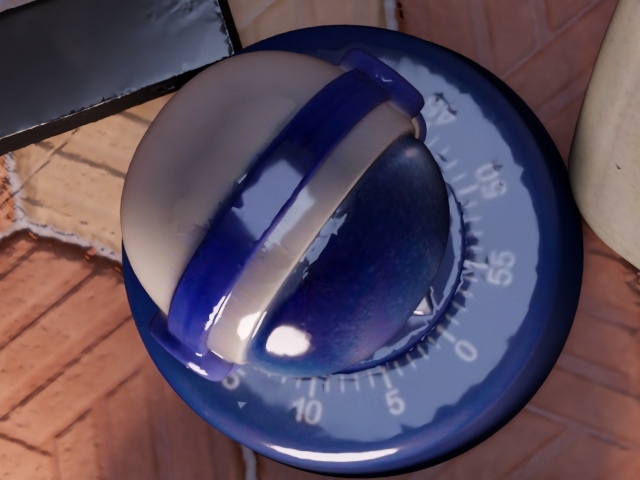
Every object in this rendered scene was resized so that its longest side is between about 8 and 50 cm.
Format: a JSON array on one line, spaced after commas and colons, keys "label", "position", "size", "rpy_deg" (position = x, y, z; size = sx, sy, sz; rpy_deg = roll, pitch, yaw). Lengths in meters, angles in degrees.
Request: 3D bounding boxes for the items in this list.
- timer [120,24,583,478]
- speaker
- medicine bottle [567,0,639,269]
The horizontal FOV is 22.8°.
[{"label": "timer", "position": [0.000, 0.000, 0.791], "size": [0.270, 0.383, 0.270], "rpy_deg": [0, 87, 8]}, {"label": "speaker", "position": [-0.162, -0.113, 0.991], "size": [0.218, 0.044, 0.082], "rpy_deg": [-20, 84, 6]}, {"label": "medicine bottle", "position": [0.306, -0.006, 0.793], "size": [0.375, 0.282, 0.123], "rpy_deg": [37, 60, 18]}]
